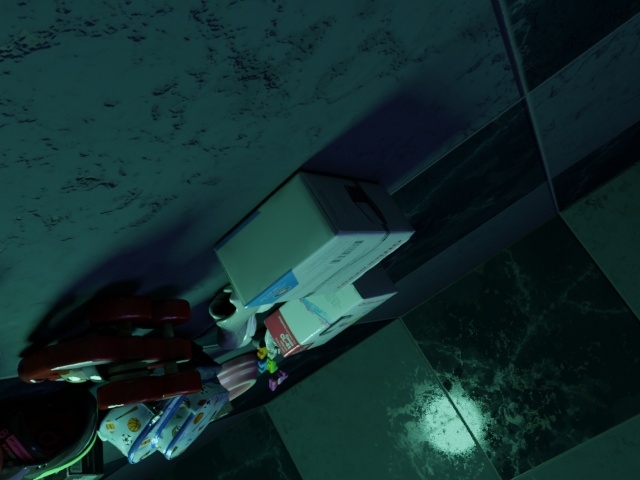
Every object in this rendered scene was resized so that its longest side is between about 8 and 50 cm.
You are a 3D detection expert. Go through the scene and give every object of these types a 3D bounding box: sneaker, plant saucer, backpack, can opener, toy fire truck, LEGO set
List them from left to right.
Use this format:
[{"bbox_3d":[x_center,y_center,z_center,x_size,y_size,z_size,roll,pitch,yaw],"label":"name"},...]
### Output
[{"bbox_3d":[-0.631,0.427,1.129,0.483,0.185,0.202,-39,164,-54],"label":"sneaker"},{"bbox_3d":[-0.365,0.206,1.022,0.254,0.169,0.302,-16,166,15],"label":"toy fire truck"},{"bbox_3d":[-0.347,0.364,1.321,0.263,0.213,0.276,-46,163,-3],"label":"backpack"},{"bbox_3d":[-0.344,0.499,2.001,0.332,0.084,0.332,-28,164,-9],"label":"plant saucer"},{"bbox_3d":[-0.196,0.158,1.283,0.121,0.099,0.262,-9,146,-36],"label":"sneaker"},{"bbox_3d":[-0.151,0.380,1.964,0.093,0.087,0.227,-31,142,-32],"label":"LEGO set"},{"bbox_3d":[-0.087,0.264,1.815,0.280,0.093,0.074,-11,110,-50],"label":"can opener"}]

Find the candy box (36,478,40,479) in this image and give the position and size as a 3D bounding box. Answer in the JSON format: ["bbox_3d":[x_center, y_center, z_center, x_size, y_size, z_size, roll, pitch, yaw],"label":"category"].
[{"bbox_3d":[-0.710,0.565,1.375,0.088,0.183,0.316,-20,160,-35],"label":"candy box"}]

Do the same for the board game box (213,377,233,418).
[{"bbox_3d":[-0.376,0.442,1.637,0.243,0.165,0.042,-11,154,-48],"label":"board game box"}]

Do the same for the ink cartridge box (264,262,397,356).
[{"bbox_3d":[0.029,0.181,1.653,0.306,0.131,0.226,-38,162,27],"label":"ink cartridge box"}]

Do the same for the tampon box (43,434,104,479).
[{"bbox_3d":[-0.696,0.633,1.668,0.101,0.120,0.161,20,129,-42],"label":"tampon box"}]

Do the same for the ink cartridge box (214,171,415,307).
[{"bbox_3d":[0.000,0.000,1.075,0.223,0.129,0.307,-39,161,25],"label":"ink cartridge box"}]

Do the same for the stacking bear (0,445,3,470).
[{"bbox_3d":[-0.593,0.308,0.907,0.164,0.175,0.289,-24,155,-32],"label":"stacking bear"}]

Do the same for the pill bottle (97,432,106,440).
[{"bbox_3d":[-0.517,0.474,1.608,0.169,0.094,0.094,-16,158,-40],"label":"pill bottle"}]
